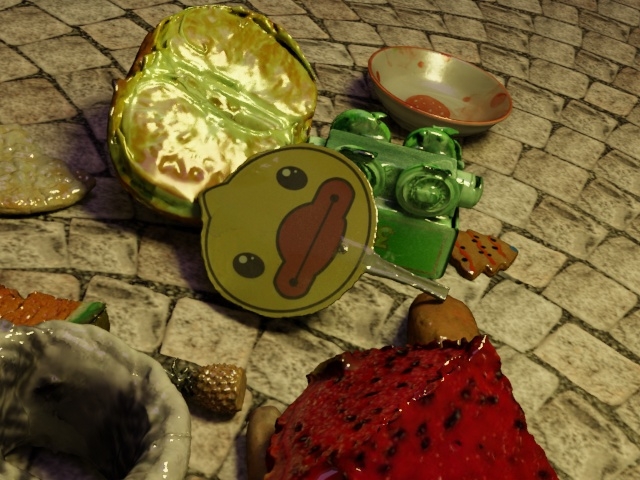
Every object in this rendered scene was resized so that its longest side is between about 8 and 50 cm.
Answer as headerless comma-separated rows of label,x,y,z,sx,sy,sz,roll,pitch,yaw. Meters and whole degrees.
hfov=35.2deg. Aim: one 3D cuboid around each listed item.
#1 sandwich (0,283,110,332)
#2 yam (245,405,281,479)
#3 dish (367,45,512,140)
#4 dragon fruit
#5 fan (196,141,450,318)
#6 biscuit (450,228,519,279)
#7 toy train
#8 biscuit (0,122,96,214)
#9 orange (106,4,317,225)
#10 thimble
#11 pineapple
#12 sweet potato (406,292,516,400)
sandwich,-0.346,0.115,1.037,0.159,0.079,0.235,22,29,27
yam,-0.044,0.263,0.966,0.046,0.046,0.264,7,35,-13
dish,0.196,-0.239,1.753,0.260,0.085,0.260,12,35,-9
dragon fruit,0.052,0.199,0.925,0.302,0.240,0.330,26,26,37
fan,0.000,0.000,1.224,0.335,0.011,0.229,22,76,11
biscuit,0.228,0.014,1.458,0.130,0.019,0.119,1,37,-22
toy train,0.086,-0.060,1.354,0.243,0.188,0.132,15,35,-2
biscuit,-0.430,-0.096,1.331,0.265,0.040,0.188,12,34,-8
orange,-0.146,-0.155,1.377,0.262,0.196,0.334,13,51,-4
thimble,-0.233,0.196,0.889,0.217,0.157,0.245,-7,41,-34
pineapple,-0.144,0.156,1.087,0.124,0.058,0.058,4,33,7
sweet potato,0.159,0.155,1.158,0.095,0.106,0.354,-24,39,2
